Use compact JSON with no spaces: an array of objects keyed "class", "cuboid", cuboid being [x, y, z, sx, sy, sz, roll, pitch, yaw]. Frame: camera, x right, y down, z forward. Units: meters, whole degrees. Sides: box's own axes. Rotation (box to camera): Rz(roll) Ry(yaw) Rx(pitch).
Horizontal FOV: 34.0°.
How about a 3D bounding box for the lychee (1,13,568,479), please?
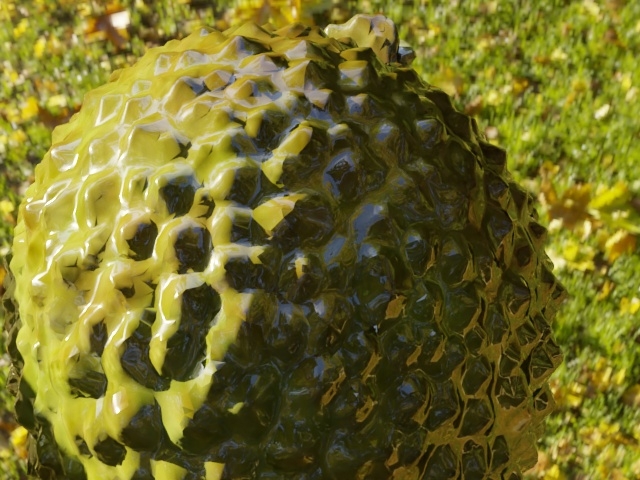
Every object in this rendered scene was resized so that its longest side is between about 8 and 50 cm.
[{"class":"lychee","cuboid":[-0.018,0.029,0.503,0.270,0.270,0.320,-16,31,-9]}]
